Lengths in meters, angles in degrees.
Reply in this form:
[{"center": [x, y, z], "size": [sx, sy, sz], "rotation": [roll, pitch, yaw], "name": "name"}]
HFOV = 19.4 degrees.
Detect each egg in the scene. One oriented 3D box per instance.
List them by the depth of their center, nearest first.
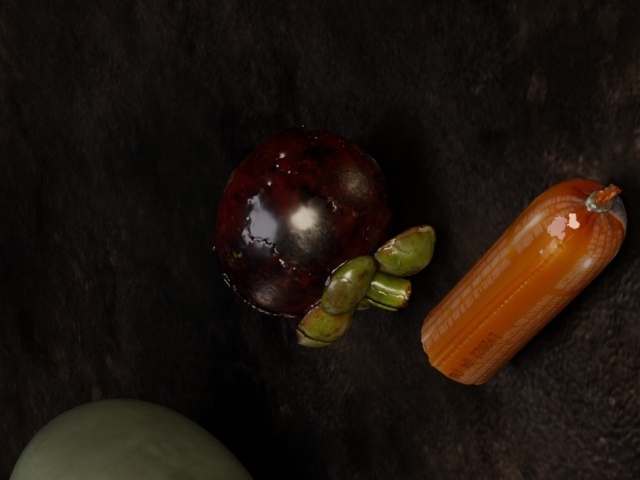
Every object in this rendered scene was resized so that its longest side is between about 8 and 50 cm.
[{"center": [-0.167, 0.299, 1.774], "size": [0.352, 0.258, 0.258], "rotation": [52, 138, 39], "name": "egg"}]

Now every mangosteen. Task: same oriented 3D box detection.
[{"center": [0.000, 0.000, 1.532], "size": [0.180, 0.166, 0.166], "rotation": [42, 136, 16], "name": "mangosteen"}]

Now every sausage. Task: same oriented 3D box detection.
[{"center": [0.151, 0.023, 1.341], "size": [0.234, 0.071, 0.071], "rotation": [-52, 52, 51], "name": "sausage"}]
